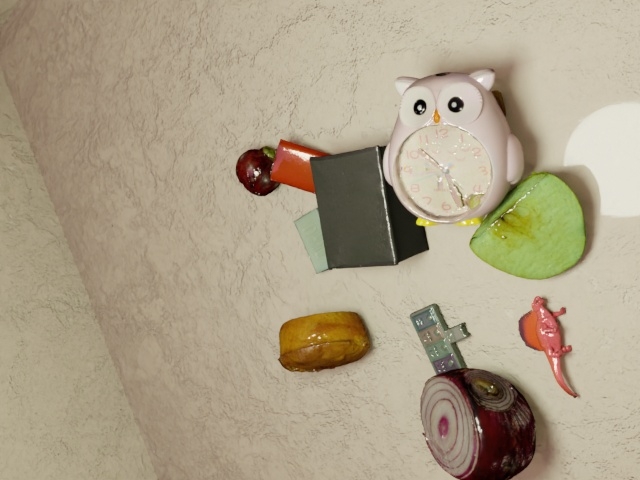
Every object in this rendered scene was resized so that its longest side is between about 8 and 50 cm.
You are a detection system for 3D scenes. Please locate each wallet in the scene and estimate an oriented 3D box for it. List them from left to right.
[{"bbox_3d":[-0.052,-0.233,2.130,0.204,0.045,0.142,18,109,4],"label":"wallet"}]

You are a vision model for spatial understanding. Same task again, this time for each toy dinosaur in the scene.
[{"bbox_3d":[0.601,0.287,1.780,0.139,0.070,0.286,-7,98,49],"label":"toy dinosaur"}]

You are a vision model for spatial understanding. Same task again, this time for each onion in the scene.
[{"bbox_3d":[0.449,0.494,1.808,0.336,0.260,0.282,-130,44,-59],"label":"onion"}]

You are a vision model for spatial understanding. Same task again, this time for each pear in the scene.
[{"bbox_3d":[0.564,-0.027,1.700,0.239,0.139,0.288,42,118,-1],"label":"pear"}]

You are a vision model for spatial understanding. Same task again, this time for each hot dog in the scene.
[{"bbox_3d":[0.466,-0.360,1.761,0.058,0.035,0.083,-14,90,36],"label":"hot dog"}]

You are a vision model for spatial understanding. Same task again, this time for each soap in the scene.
[{"bbox_3d":[0.000,0.000,2.180,0.114,0.063,0.198,-31,80,36],"label":"soap"}]

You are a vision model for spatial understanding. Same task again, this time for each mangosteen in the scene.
[{"bbox_3d":[-0.195,-0.245,2.234,0.180,0.166,0.166,-39,73,10],"label":"mangosteen"}]

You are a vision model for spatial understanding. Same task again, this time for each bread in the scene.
[{"bbox_3d":[0.002,0.330,2.117,0.312,0.312,0.172,-27,66,38],"label":"bread"}]

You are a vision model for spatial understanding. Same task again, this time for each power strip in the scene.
[{"bbox_3d":[0.374,0.290,1.959,0.145,0.061,0.215,-29,82,31],"label":"power strip"}]

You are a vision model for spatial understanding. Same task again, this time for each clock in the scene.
[{"bbox_3d":[0.343,-0.252,1.719,0.368,0.250,0.376,1,113,26],"label":"clock"}]

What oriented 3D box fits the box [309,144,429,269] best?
[{"bbox_3d":[0.146,-0.102,1.955,0.251,0.204,0.345,-5,96,38],"label":"box"}]
